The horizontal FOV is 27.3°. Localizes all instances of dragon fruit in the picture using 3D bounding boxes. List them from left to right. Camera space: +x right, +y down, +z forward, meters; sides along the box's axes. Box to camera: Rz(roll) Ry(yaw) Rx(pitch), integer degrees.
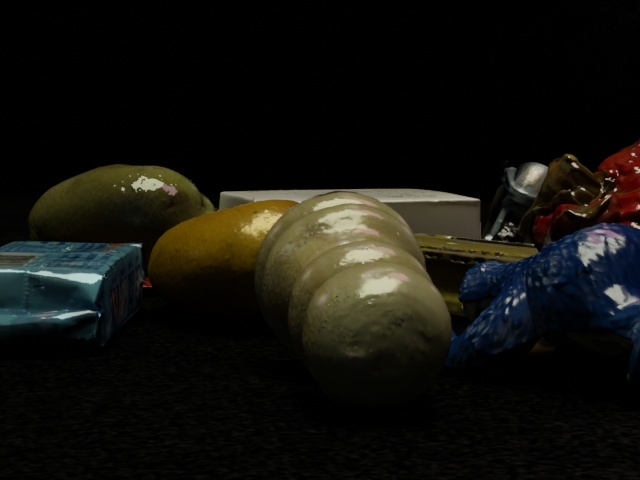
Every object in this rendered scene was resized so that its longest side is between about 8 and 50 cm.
[{"bbox_3d":[0.312,-0.032,1.232,0.205,0.152,0.317,6,17,-22],"label":"dragon fruit"}]

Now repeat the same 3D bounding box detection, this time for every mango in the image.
[{"bbox_3d":[-0.084,0.021,1.344,0.176,0.119,0.317,-12,5,-27],"label":"mango"}]

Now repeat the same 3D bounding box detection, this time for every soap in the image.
[{"bbox_3d":[-0.258,0.049,1.255,0.156,0.077,0.293,1,6,2],"label":"soap"},{"bbox_3d":[0.153,0.038,1.364,0.233,0.076,0.135,5,7,39],"label":"soap"}]

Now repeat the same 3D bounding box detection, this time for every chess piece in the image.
[{"bbox_3d":[0.028,0.046,0.975,0.142,0.143,0.261,-1,9,-6],"label":"chess piece"}]

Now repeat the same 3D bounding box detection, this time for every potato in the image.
[{"bbox_3d":[-0.254,-0.021,1.638,0.251,0.159,0.174,-11,-34,20],"label":"potato"}]

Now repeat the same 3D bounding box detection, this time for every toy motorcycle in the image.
[{"bbox_3d":[0.271,-0.026,1.662,0.106,0.159,0.270,25,17,22],"label":"toy motorcycle"}]

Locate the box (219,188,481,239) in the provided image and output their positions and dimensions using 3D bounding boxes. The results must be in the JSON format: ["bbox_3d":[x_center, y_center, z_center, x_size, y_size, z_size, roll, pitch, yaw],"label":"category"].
[{"bbox_3d":[0.031,-0.001,1.583,0.274,0.116,0.203,-1,5,-16],"label":"box"}]

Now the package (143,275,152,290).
[{"bbox_3d":[-0.287,0.055,1.505,0.200,0.022,0.083,-4,5,-27],"label":"package"}]

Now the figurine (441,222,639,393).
[{"bbox_3d":[0.197,0.044,1.023,0.262,0.121,0.164,1,8,44],"label":"figurine"}]

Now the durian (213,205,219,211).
[{"bbox_3d":[-0.137,-0.002,1.759,0.148,0.091,0.188,-3,7,-30],"label":"durian"}]
